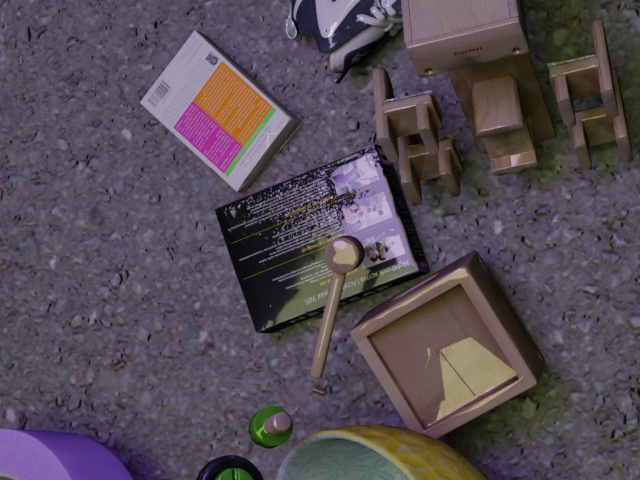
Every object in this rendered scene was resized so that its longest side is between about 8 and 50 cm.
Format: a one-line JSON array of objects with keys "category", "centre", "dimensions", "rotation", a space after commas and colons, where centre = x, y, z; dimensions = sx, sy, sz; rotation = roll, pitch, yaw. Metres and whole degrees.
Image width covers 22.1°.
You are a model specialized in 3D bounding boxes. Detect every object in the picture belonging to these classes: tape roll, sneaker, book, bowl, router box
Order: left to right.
[{"category": "tape roll", "centre": [-0.289, 0.323, 1.603], "dimensions": [0.275, 0.090, 0.274], "rotation": [-9, 76, 39]}, {"category": "book", "centre": [-0.103, -0.130, 1.654], "dimensions": [0.144, 0.035, 0.096], "rotation": [43, 102, 16]}, {"category": "router box", "centre": [0.000, 0.000, 1.603], "dimensions": [0.179, 0.046, 0.133], "rotation": [-21, 80, 16]}, {"category": "sneaker", "centre": [0.067, -0.216, 1.573], "dimensions": [0.235, 0.094, 0.153], "rotation": [17, 93, 18]}, {"category": "bowl", "centre": [0.100, 0.289, 1.473], "dimensions": [0.289, 0.156, 0.289], "rotation": [21, 118, 48]}]

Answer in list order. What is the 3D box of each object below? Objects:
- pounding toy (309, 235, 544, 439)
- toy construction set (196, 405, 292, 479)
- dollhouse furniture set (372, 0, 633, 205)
[{"category": "pounding toy", "centre": [0.077, 0.078, 1.532], "dimensions": [0.181, 0.094, 0.206], "rotation": [-31, 92, 16]}, {"category": "toy construction set", "centre": [-0.057, 0.347, 1.435], "dimensions": [0.257, 0.237, 0.309], "rotation": [-39, 91, -20]}, {"category": "dollhouse furniture set", "centre": [0.150, -0.174, 1.483], "dimensions": [0.212, 0.242, 0.161], "rotation": [-12, 56, 14]}]
